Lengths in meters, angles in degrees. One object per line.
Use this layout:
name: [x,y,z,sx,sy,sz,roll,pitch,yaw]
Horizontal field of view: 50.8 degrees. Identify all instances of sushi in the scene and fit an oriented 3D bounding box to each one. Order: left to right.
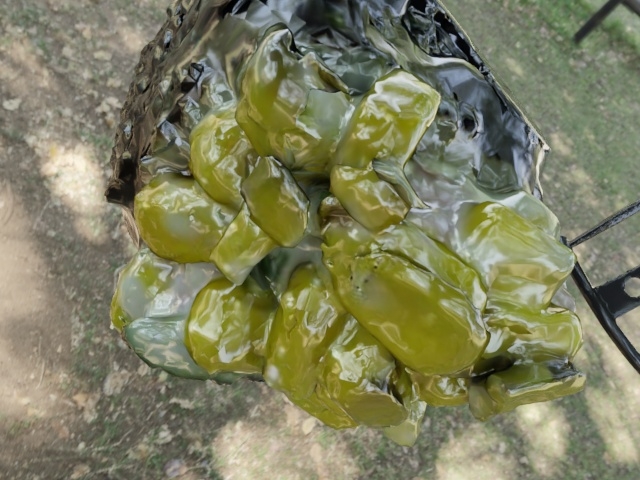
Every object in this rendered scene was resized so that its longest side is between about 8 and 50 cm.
sushi: [0.000,0.000,0.480,0.328,0.329,0.285,37,40,-38]

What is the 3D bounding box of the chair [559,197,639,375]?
chair: [0.369,-0.002,0.613,0.154,0.260,0.141,61,20,14]
